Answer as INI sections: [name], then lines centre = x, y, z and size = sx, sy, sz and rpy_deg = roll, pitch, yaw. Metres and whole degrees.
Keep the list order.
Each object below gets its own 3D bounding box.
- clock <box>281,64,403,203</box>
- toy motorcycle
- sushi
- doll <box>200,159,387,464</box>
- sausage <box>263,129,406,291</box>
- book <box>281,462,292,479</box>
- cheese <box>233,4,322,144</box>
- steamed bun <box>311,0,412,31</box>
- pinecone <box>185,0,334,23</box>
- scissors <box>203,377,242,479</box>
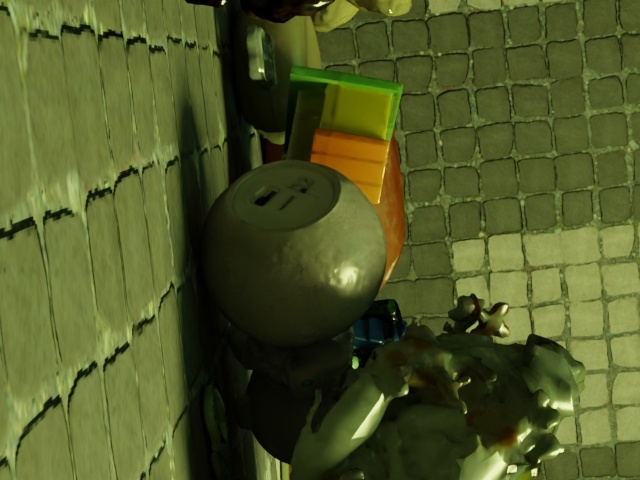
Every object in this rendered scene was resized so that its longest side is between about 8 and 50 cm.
[clock]
centre = 0.000, 0.000, 1.379
size = 0.220, 0.106, 0.255
rpy_deg = 98, 1, -67
[toy motorcycle]
centre = 0.070, 0.219, 1.804
size = 0.125, 0.196, 0.331
rpy_deg = -91, 176, -48
[sushi]
centre = 0.077, 0.233, 1.106
size = 0.417, 0.176, 0.417
rpy_deg = -53, 156, -37
[doll]
centre = -0.015, 0.074, 1.143
size = 0.151, 0.151, 0.287
rpy_deg = -91, 178, -50
[sausage]
centre = 0.016, -0.050, 1.689
size = 0.141, 0.153, 0.268
rpy_deg = -13, 101, -41
[book]
centre = -0.032, 0.256, 1.587
size = 0.118, 0.012, 0.172
rpy_deg = 79, 6, -55
[cheese]
centre = -0.051, -0.178, 1.460
size = 0.286, 0.082, 0.163
rpy_deg = -43, 127, -82
[steamed bun]
centre = 0.036, -0.386, 1.635
size = 0.137, 0.292, 0.295
rpy_deg = -26, 78, -47
[pinecone]
centre = -0.023, -0.242, 0.825
size = 0.243, 0.244, 0.257
rpy_deg = -89, -166, -62
[scissors]
centre = -0.065, 0.194, 1.082
size = 0.187, 0.020, 0.133
rpy_deg = 74, 10, -61
